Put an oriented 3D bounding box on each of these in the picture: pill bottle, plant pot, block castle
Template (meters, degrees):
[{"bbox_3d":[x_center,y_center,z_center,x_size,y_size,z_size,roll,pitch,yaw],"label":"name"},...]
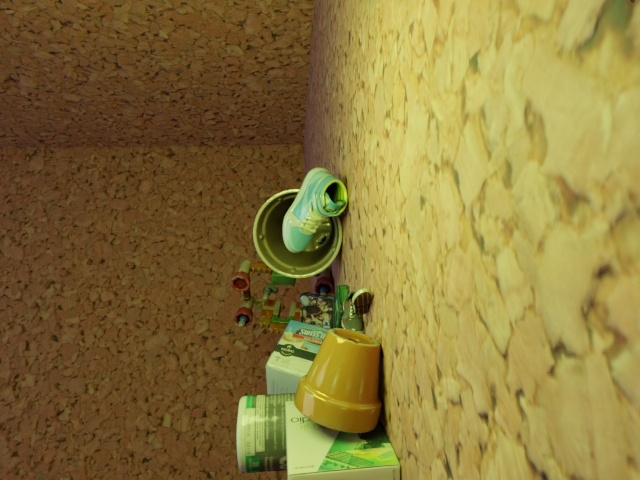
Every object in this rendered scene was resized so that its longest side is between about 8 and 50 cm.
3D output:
[{"bbox_3d":[-0.050,0.541,1.305,0.204,0.361,0.204,178,90,-85],"label":"pill bottle"},{"bbox_3d":[0.057,0.317,1.085,0.205,0.205,0.187,-148,71,-84],"label":"plant pot"},{"bbox_3d":[-0.171,0.270,2.094,0.213,0.453,0.303,-84,-2,-57],"label":"block castle"},{"bbox_3d":[-0.070,-0.043,1.835,0.305,0.334,0.333,-49,-41,-81],"label":"plant pot"}]

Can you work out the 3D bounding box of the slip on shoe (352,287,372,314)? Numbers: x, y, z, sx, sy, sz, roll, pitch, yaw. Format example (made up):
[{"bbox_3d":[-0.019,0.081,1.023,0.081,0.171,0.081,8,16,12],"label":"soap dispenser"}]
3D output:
[{"bbox_3d":[0.107,0.151,1.191,0.135,0.051,0.041,82,180,-58],"label":"slip on shoe"}]

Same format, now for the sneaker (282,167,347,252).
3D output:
[{"bbox_3d":[-0.019,-0.085,1.555,0.208,0.127,0.319,35,107,59],"label":"sneaker"}]

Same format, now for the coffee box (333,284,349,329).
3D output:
[{"bbox_3d":[0.075,0.250,1.609,0.184,0.040,0.113,95,172,-50],"label":"coffee box"}]

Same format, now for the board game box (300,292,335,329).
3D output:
[{"bbox_3d":[-0.005,0.348,1.909,0.042,0.165,0.243,-13,-76,-58],"label":"board game box"}]

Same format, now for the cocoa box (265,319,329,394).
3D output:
[{"bbox_3d":[-0.039,0.493,1.586,0.228,0.232,0.347,-59,-24,-52],"label":"cocoa box"}]

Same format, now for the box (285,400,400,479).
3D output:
[{"bbox_3d":[0.035,0.465,1.070,0.322,0.232,0.058,-128,35,-80],"label":"box"}]

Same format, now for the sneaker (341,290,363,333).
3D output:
[{"bbox_3d":[0.092,0.204,1.317,0.158,0.061,0.064,-101,17,-58],"label":"sneaker"}]

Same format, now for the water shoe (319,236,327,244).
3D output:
[{"bbox_3d":[0.000,0.000,2.134,0.073,0.080,0.203,99,168,-61],"label":"water shoe"}]
